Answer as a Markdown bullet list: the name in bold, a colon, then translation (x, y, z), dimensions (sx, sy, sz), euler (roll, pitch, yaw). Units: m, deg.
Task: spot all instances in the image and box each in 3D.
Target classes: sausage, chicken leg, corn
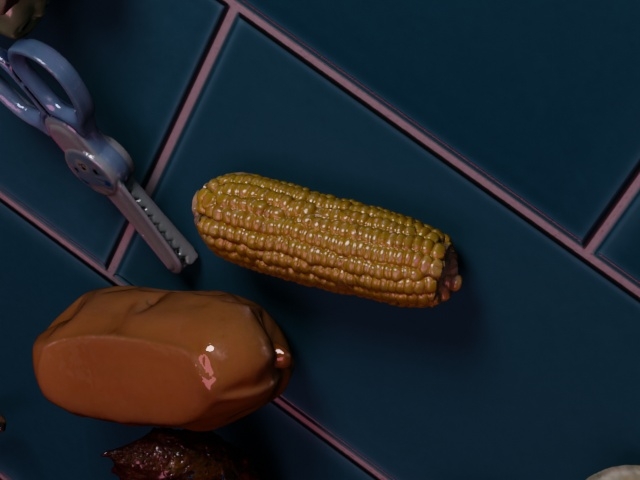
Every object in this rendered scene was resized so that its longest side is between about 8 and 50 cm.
- **sausage**: translation (-0.133, 0.100, 1.653), dimensions (0.241, 0.136, 0.120), euler (3, 109, 35)
- **chicken leg**: translation (-0.102, 0.224, 1.718), dimensions (0.063, 0.105, 0.234), euler (38, 167, 43)
- **corn**: translation (0.000, 0.000, 1.540), dimensions (0.238, 0.080, 0.080), euler (16, 127, 25)

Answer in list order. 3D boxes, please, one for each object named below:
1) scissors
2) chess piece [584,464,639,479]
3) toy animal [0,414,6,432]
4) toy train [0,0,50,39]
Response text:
- **scissors**: translation (-0.186, -0.067, 1.605), dimensions (0.125, 0.030, 0.256), euler (3, 138, 51)
- **chess piece**: translation (0.226, 0.309, 1.575), dimensions (0.144, 0.144, 0.251), euler (32, 138, 10)
- **toy animal**: translation (-0.388, 0.199, 1.924), dimensions (0.255, 0.114, 0.116), euler (-15, 68, 34)
- **toy train**: translation (-0.318, -0.276, 1.525), dimensions (0.304, 0.150, 0.221), euler (35, 143, 6)
